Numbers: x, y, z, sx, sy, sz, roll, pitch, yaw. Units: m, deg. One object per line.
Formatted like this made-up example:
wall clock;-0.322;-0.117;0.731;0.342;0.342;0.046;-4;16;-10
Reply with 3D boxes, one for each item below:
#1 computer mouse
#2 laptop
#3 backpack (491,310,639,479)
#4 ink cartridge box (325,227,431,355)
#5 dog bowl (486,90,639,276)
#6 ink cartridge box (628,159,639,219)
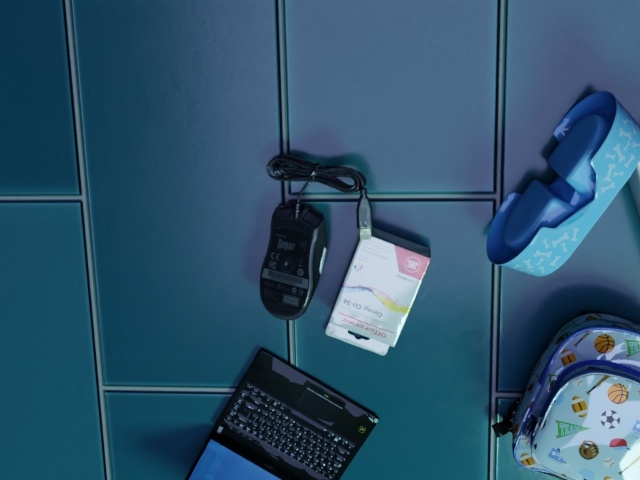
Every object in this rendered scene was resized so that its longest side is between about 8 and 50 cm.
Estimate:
computer mouse;0.000;0.000;1.467;0.184;0.060;0.262;7;98;26
laptop;-0.071;0.361;1.539;0.234;0.136;0.264;31;105;-3
backpack;0.435;0.251;1.435;0.276;0.213;0.263;18;95;4
ink cartridge box;0.087;0.090;1.489;0.115;0.067;0.198;20;105;0
dog bowl;0.361;-0.074;1.379;0.074;0.166;0.297;30;105;-15
ink cartridge box;0.602;0.003;1.390;0.207;0.119;0.354;-20;102;9
